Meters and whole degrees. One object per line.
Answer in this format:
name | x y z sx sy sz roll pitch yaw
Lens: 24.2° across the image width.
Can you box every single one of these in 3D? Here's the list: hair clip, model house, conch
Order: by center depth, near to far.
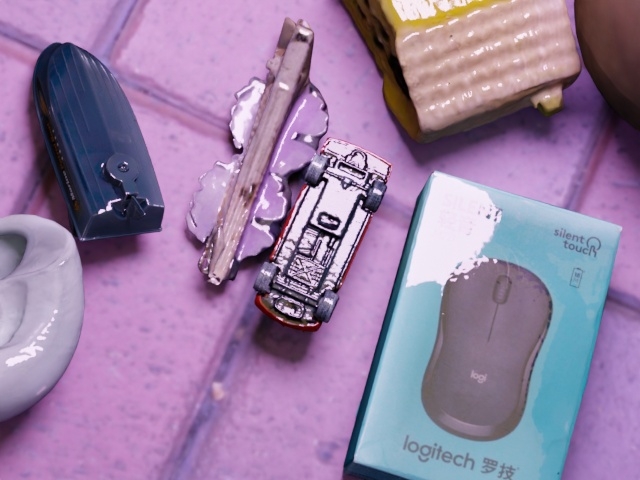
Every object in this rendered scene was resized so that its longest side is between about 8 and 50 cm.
conch | -0.318 0.077 1.431 0.185 0.121 0.221 38 70 8
model house | 0.143 -0.220 1.510 0.193 0.175 0.234 -21 76 -10
hair clip | -0.057 -0.090 1.517 0.106 0.084 0.292 21 81 -5

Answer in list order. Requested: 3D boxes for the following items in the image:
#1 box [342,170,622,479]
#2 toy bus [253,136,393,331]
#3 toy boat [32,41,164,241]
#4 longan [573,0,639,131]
box | 0.158 0.106 1.465 0.205 0.118 0.311 18 76 -2
toy bus | 0.000 0.000 1.490 0.081 0.089 0.195 24 75 2
toy boat | -0.232 -0.102 1.501 0.093 0.103 0.246 -8 63 -30
longan | 0.413 -0.264 1.457 0.404 0.336 0.404 16 64 -35
